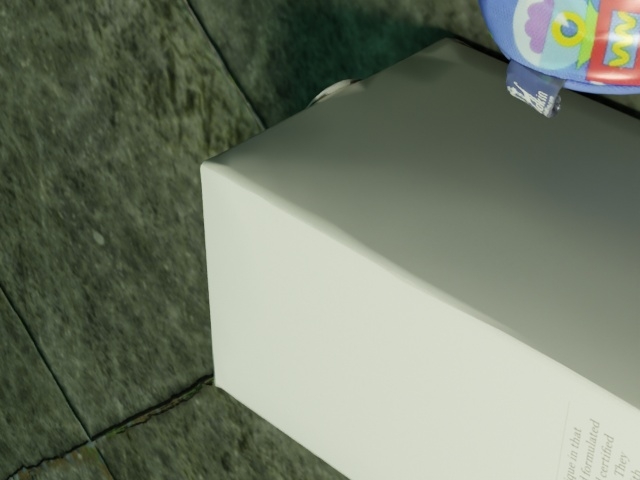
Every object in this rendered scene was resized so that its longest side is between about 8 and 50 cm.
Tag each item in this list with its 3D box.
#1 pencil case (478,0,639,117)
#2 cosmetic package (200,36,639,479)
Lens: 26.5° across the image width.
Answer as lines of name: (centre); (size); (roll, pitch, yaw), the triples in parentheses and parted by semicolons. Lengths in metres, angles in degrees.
pencil case: (0.124, -0.206, 0.528); (0.133, 0.119, 0.306); (10, 124, 19)
cosmetic package: (0.134, 0.054, 0.635); (0.365, 0.197, 0.155); (30, 135, 36)
